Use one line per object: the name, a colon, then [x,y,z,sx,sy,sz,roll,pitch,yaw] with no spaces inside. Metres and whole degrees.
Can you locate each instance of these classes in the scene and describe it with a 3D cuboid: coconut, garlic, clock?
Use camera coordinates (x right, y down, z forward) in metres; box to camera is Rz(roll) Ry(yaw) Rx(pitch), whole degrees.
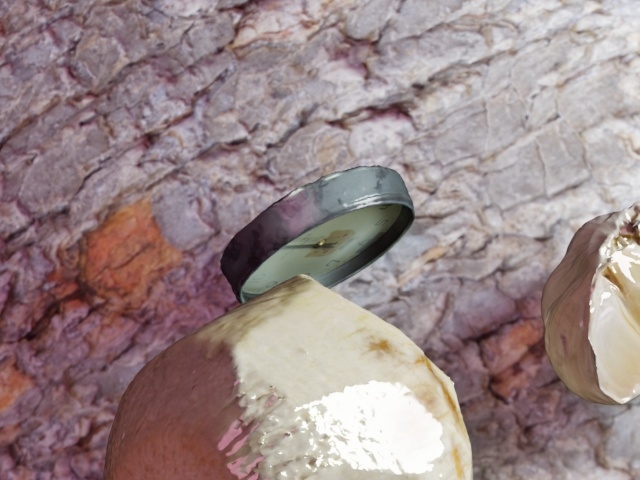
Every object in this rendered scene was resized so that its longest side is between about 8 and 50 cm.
coconut: [-0.013,0.232,1.350,0.344,0.415,0.415,16,76,31]
garlic: [0.300,0.055,1.431,0.229,0.178,0.143,-46,32,-24]
clock: [0.000,0.000,1.498,0.226,0.226,0.049,-31,71,4]
